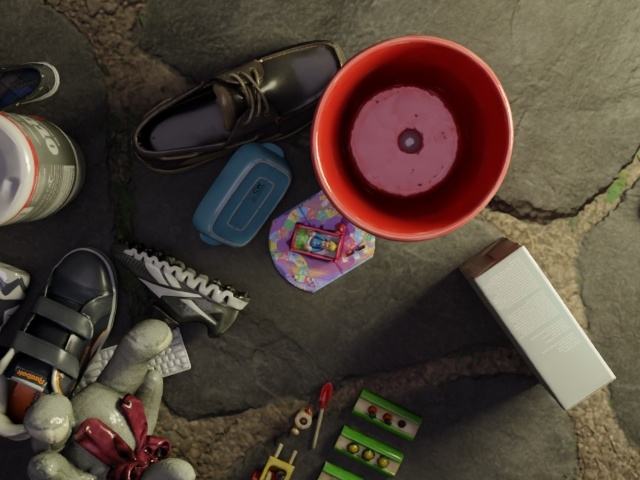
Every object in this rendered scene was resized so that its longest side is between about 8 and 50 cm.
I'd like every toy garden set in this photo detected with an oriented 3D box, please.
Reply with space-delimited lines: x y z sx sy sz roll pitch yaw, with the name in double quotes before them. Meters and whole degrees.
"toy garden set" 0.018 0.350 1.510 0.204 0.049 0.244 26 96 0

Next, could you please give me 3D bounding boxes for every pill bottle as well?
"pill bottle" -0.448 -0.104 1.371 0.161 0.283 0.161 0 95 3

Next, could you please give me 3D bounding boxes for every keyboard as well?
"keyboard" -0.340 0.210 1.532 0.256 0.014 0.072 -18 94 4

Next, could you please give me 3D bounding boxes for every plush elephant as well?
"plush elephant" -0.292 0.340 1.421 0.255 0.272 0.330 39 128 10

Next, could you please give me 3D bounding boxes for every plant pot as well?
"plant pot" 0.127 -0.144 1.361 0.275 0.243 0.274 0 95 3

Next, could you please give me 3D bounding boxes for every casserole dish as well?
"casserole dish" -0.114 -0.063 1.449 0.114 0.037 0.188 27 102 -44

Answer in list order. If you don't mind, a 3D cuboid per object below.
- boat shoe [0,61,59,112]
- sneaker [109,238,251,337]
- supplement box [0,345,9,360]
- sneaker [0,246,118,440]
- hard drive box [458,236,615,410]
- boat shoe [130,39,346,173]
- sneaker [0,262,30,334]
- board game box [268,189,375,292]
"boat shoe" -0.520 -0.223 1.468 0.229 0.076 0.080 -14 94 4
"sneaker" -0.234 0.082 1.482 0.234 0.078 0.106 26 94 -2
"supplement box" -0.527 0.217 1.506 0.056 0.083 0.083 12 97 3
"sneaker" -0.412 0.165 1.470 0.126 0.127 0.321 20 91 5
"hard drive box" 0.315 0.117 1.408 0.089 0.181 0.232 -35 94 4
"boat shoe" -0.121 -0.195 1.424 0.356 0.130 0.132 -27 94 5
"sneaker" -0.592 0.086 1.491 0.235 0.094 0.153 20 88 -9
"board game box" 0.000 0.000 1.486 0.169 0.033 0.133 -31 93 5
